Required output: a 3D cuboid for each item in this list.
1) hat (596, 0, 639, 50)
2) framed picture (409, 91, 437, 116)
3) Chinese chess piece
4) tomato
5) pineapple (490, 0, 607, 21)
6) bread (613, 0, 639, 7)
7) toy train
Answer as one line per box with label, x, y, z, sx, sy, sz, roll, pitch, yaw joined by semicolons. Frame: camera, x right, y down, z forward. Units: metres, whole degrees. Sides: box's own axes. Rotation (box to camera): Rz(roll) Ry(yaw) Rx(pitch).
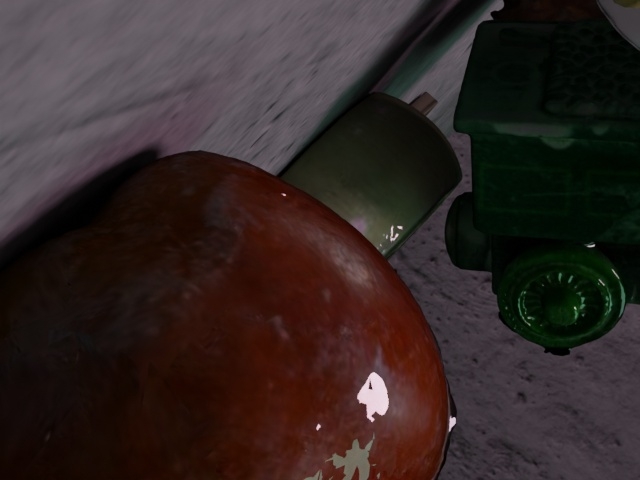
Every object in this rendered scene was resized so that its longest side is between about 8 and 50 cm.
hat;0.228;-0.174;0.815;0.203;0.203;0.126;-43;171;-48
framed picture;-0.016;-0.012;1.387;0.289;0.020;0.211;-47;177;39
Chinese chess piece;0.000;0.000;1.031;0.238;0.092;0.238;-45;177;-3
tomato;-0.067;0.067;0.513;0.214;0.180;0.155;-53;160;-1
pineapple;0.259;-0.200;1.115;0.223;0.223;0.357;-50;-166;55
bread;0.200;-0.225;0.580;0.185;0.114;0.275;-41;175;-20
toy train;0.213;-0.031;0.928;0.145;0.266;0.202;-71;160;-51
